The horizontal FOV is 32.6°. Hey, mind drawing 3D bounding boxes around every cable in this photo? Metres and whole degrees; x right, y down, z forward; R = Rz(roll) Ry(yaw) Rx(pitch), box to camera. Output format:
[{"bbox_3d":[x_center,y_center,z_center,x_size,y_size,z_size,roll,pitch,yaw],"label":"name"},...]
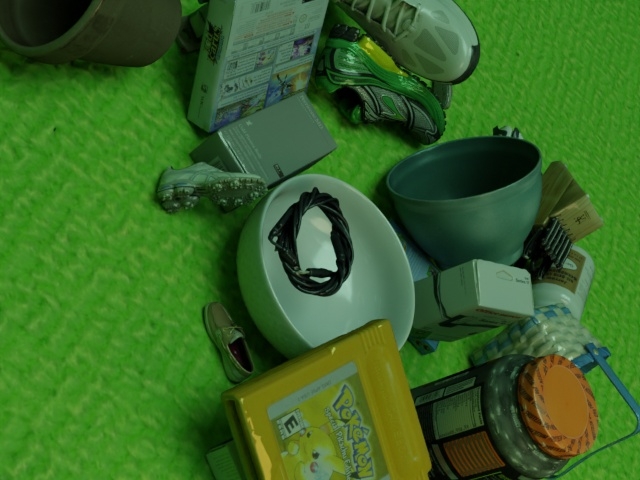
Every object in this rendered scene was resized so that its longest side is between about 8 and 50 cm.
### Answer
[{"bbox_3d":[0.000,0.000,1.730,0.150,0.047,0.184,49,44,-12],"label":"cable"}]

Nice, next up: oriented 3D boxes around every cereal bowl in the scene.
[{"bbox_3d":[-0.008,0.067,1.824,0.339,0.141,0.338,20,58,-35],"label":"cereal bowl"}]

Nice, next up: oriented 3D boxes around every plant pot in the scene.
[{"bbox_3d":[0.289,-0.054,2.093,0.293,0.293,0.196,-43,127,-46],"label":"plant pot"},{"bbox_3d":[-0.337,-0.372,1.684,0.229,0.263,0.263,22,55,-54],"label":"plant pot"}]

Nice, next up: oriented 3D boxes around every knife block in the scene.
[{"bbox_3d":[0.454,-0.030,2.299,0.088,0.242,0.275,55,11,-25],"label":"knife block"}]

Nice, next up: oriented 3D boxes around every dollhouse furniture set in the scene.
[{"bbox_3d":[-0.204,-0.443,1.904,0.129,0.129,0.183,-29,92,-47],"label":"dollhouse furniture set"}]

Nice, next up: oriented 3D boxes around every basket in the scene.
[{"bbox_3d":[0.445,0.278,2.064,0.201,0.255,0.288,-4,61,-47],"label":"basket"}]

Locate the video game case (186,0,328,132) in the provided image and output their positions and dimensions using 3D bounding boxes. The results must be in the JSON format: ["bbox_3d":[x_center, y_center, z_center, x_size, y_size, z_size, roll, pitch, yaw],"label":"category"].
[{"bbox_3d":[-0.102,-0.334,1.877,0.061,0.244,0.269,32,37,24],"label":"video game case"}]

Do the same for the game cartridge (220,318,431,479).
[{"bbox_3d":[0.024,0.301,1.646,0.324,0.053,0.285,-22,99,-38],"label":"game cartridge"}]

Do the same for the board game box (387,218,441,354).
[{"bbox_3d":[0.163,0.086,2.049,0.211,0.039,0.160,48,46,-16],"label":"board game box"}]

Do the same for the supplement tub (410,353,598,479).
[{"bbox_3d":[0.277,0.312,1.826,0.207,0.338,0.207,21,57,-36],"label":"supplement tub"}]

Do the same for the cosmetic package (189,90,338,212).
[{"bbox_3d":[-0.094,-0.155,1.884,0.238,0.107,0.127,-35,92,-43],"label":"cosmetic package"}]

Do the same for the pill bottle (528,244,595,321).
[{"bbox_3d":[0.481,0.121,2.264,0.131,0.131,0.229,45,46,-17],"label":"pill bottle"}]

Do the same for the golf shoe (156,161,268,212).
[{"bbox_3d":[-0.173,-0.099,1.755,0.176,0.069,0.086,-3,51,-1],"label":"golf shoe"}]

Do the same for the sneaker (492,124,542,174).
[{"bbox_3d":[0.385,-0.173,2.350,0.235,0.094,0.153,-13,78,-46],"label":"sneaker"}]

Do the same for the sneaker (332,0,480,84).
[{"bbox_3d":[0.083,-0.444,2.062,0.447,0.169,0.257,43,28,16],"label":"sneaker"}]

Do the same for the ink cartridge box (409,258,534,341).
[{"bbox_3d":[0.251,0.110,1.940,0.153,0.208,0.086,12,65,-38],"label":"ink cartridge box"}]

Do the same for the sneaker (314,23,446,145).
[{"bbox_3d":[0.111,-0.278,2.147,0.344,0.134,0.146,32,87,-36],"label":"sneaker"}]

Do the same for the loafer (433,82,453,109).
[{"bbox_3d":[0.266,-0.336,2.357,0.039,0.045,0.125,17,56,-45],"label":"loafer"}]

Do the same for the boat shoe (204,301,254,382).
[{"bbox_3d":[-0.139,0.155,1.726,0.050,0.045,0.135,-20,84,-47],"label":"boat shoe"}]

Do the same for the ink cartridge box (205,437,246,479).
[{"bbox_3d":[0.014,0.419,1.724,0.324,0.071,0.330,-20,83,-47],"label":"ink cartridge box"}]
